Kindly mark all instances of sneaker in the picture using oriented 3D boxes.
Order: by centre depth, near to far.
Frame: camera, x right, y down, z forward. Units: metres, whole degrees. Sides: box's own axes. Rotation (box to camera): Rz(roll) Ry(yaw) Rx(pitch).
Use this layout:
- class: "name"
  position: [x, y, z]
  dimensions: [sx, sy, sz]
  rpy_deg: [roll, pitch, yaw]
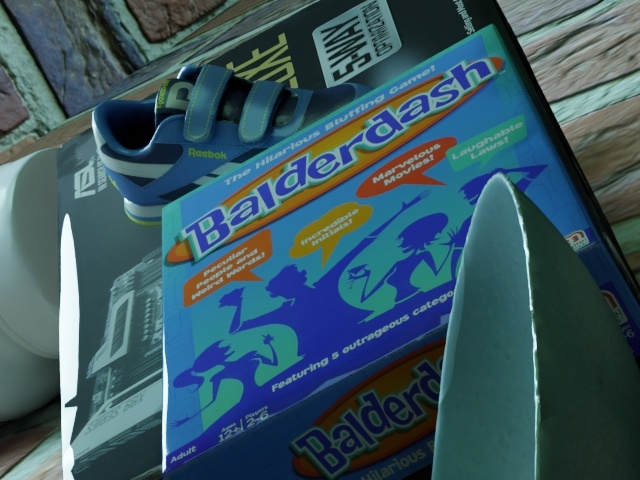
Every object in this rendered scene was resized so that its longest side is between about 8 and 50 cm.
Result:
- class: "sneaker"
  position: [-0.039, -0.047, 0.831]
  dimensions: [0.144, 0.059, 0.053]
  rpy_deg: [-13, 36, 28]

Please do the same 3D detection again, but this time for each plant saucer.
- class: "plant saucer"
  position: [0.053, 0.081, 0.456]
  dimensions: [0.037, 0.195, 0.195]
  rpy_deg: [3, 13, -2]

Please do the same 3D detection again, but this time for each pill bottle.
- class: "pill bottle"
  position: [-0.270, 0.053, 1.271]
  dimensions: [0.318, 0.176, 0.176]
  rpy_deg: [-23, 14, 32]

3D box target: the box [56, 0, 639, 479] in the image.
- class: "box"
  position: [0.000, 0.000, 0.862]
  dimensions: [0.242, 0.076, 0.307]
  rpy_deg: [-28, 32, 10]

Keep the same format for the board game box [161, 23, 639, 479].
- class: "board game box"
  position: [0.020, 0.010, 0.688]
  dimensions: [0.160, 0.047, 0.210]
  rpy_deg: [-29, 24, 8]
